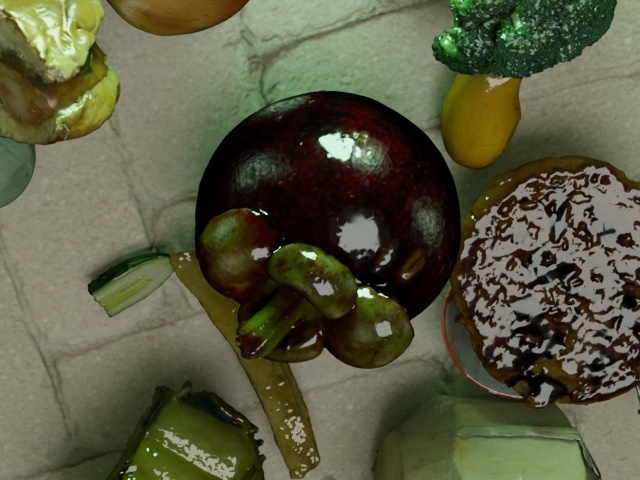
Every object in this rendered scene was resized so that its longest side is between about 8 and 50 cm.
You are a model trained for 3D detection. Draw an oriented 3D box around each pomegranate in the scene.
[{"bbox_3d":[-0.142,-0.311,1.648,0.209,0.209,0.209,-8,123,-12],"label":"pomegranate"}]

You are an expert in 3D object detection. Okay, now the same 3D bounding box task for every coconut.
[{"bbox_3d":[0.228,0.354,2.125,0.323,0.323,0.323,-8,123,-12],"label":"coconut"}]

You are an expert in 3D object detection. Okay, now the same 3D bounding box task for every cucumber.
[{"bbox_3d":[-0.227,0.043,1.946,0.107,0.035,0.067,-30,143,2],"label":"cucumber"}]

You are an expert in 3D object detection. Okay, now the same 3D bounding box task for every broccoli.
[{"bbox_3d":[0.198,-0.300,1.754,0.270,0.270,0.270,36,110,6],"label":"broccoli"}]

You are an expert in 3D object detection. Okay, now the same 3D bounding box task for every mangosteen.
[{"bbox_3d":[0.000,0.000,1.803,0.307,0.347,0.307,11,137,10],"label":"mangosteen"}]

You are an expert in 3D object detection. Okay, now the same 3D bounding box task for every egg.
[{"bbox_3d":[-0.386,-0.106,1.749,0.131,0.131,0.164,-37,117,8],"label":"egg"}]

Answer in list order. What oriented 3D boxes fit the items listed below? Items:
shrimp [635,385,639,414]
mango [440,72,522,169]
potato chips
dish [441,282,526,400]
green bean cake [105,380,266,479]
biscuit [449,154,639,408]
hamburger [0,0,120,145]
[{"bbox_3d":[0.462,0.166,2.184,0.172,0.137,0.372,0,121,27],"label":"shrimp"},{"bbox_3d":[0.193,-0.157,1.911,0.098,0.075,0.190,0,138,-12],"label":"mango"},{"bbox_3d":[-0.086,0.140,2.026,0.057,0.080,0.407,-16,128,13],"label":"potato chips"},{"bbox_3d":[0.278,0.076,2.082,0.260,0.085,0.260,-3,116,-6],"label":"dish"},{"bbox_3d":[-0.189,0.340,2.035,0.202,0.285,0.310,33,85,-6],"label":"green bean cake"},{"bbox_3d":[0.306,0.048,1.981,0.289,0.081,0.334,-14,113,0],"label":"biscuit"},{"bbox_3d":[-0.325,-0.220,1.646,0.209,0.330,0.162,-32,130,-48],"label":"hamburger"}]
